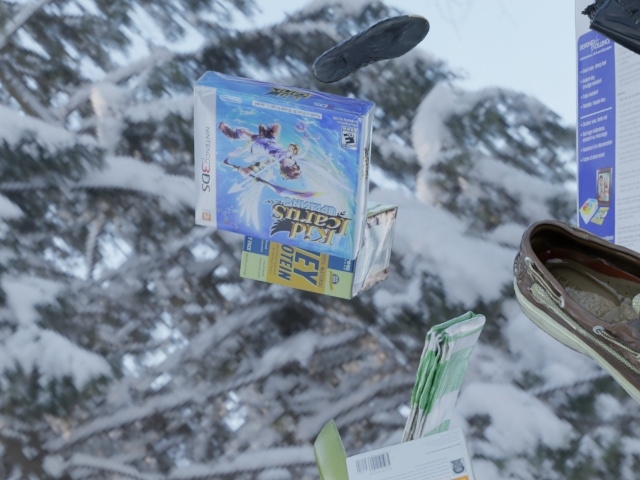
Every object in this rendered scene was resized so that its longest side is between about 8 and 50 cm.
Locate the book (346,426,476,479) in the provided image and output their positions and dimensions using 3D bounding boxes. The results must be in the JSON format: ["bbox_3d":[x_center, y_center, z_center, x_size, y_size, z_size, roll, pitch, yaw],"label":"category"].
[{"bbox_3d":[0.075,0.213,0.918,0.096,0.144,0.035,-15,-46,7],"label":"book"}]

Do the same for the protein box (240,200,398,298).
[{"bbox_3d":[0.000,0.000,2.083,0.201,0.199,0.136,-20,-61,-68],"label":"protein box"}]

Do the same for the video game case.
[{"bbox_3d":[-0.060,-0.112,1.868,0.061,0.269,0.244,-55,-27,-53],"label":"video game case"}]

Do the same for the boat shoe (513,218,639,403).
[{"bbox_3d":[0.244,0.064,0.891,0.095,0.257,0.095,-48,-34,-23],"label":"boat shoe"}]

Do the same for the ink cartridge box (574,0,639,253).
[{"bbox_3d":[0.322,-0.106,1.242,0.069,0.371,0.175,0,-4,-18],"label":"ink cartridge box"}]

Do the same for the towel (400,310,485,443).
[{"bbox_3d":[0.166,0.270,1.802,0.248,0.038,0.325,-8,-67,-70],"label":"towel"}]

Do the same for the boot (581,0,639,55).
[{"bbox_3d":[0.341,-0.204,0.946,0.094,0.207,0.246,-47,-6,-46],"label":"boot"}]

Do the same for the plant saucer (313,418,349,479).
[{"bbox_3d":[0.033,0.349,1.578,0.037,0.241,0.241,-17,-37,-4],"label":"plant saucer"}]

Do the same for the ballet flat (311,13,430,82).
[{"bbox_3d":[0.066,-0.267,1.683,0.173,0.049,0.057,-22,-64,8],"label":"ballet flat"}]
